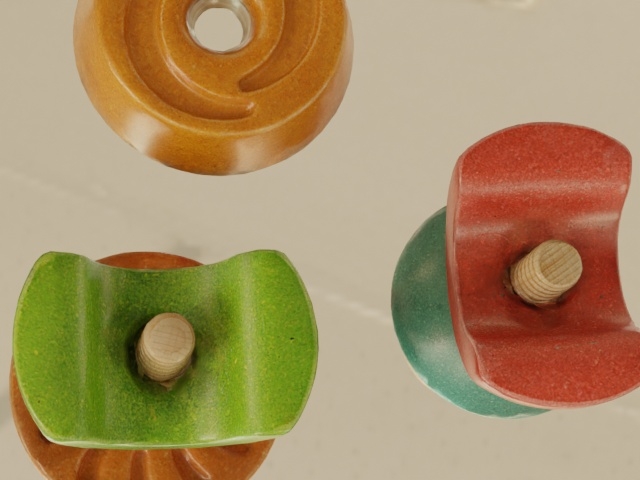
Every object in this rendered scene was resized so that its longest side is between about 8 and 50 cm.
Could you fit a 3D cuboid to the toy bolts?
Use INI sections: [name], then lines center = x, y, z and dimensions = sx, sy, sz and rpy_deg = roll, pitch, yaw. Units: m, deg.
[toy bolts]
center = 0.000, 0.000, 0.749
dimensions = 0.228, 0.158, 0.218
rpy_deg = 3, -104, -9
